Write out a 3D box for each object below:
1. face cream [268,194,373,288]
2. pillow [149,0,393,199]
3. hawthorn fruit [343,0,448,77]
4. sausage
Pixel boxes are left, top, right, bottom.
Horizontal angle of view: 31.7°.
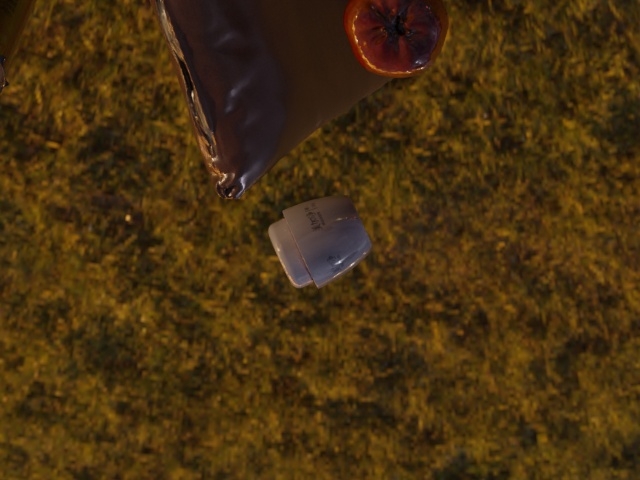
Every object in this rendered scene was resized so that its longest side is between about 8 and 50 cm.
[{"bbox_3d":[0.000,0.000,1.186,0.095,0.091,0.091,-25,136,1],"label":"face cream"},{"bbox_3d":[-0.047,-0.239,1.031,0.108,0.305,0.308,0,119,38],"label":"pillow"},{"bbox_3d":[0.057,-0.166,0.863,0.081,0.093,0.081,1,104,4],"label":"hawthorn fruit"},{"bbox_3d":[-0.341,-0.273,1.222,0.082,0.371,0.082,-1,127,-1],"label":"sausage"}]
